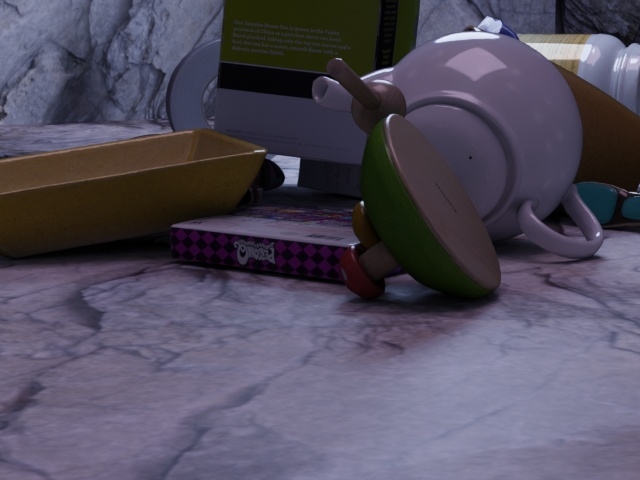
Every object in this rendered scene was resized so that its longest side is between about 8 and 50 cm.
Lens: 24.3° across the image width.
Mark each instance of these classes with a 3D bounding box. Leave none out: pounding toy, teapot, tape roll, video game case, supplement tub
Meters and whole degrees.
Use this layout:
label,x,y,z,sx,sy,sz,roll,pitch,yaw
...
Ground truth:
label,x,y,z,sx,sy,sz,roll,pitch,yaw
pounding toy,0.056,-0.032,1.344,0.110,0.237,0.183,-32,-11,18
teapot,0.157,-0.093,1.597,0.256,0.252,0.187,-9,18,25
tape roll,-0.147,-0.229,2.489,0.219,0.219,0.072,-2,9,-12
video game case,0.000,0.000,1.529,0.232,0.042,0.210,6,10,36
supplement tub,0.389,-0.228,2.459,0.316,0.228,0.228,4,9,26

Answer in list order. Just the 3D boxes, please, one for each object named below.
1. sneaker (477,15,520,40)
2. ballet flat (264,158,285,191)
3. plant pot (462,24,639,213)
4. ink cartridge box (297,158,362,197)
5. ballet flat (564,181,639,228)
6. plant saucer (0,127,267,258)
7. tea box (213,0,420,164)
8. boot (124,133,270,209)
label,x,y,z,sx,sy,sz,roll,pitch,yaw
sneaker,0.333,-0.189,2.192,0.182,0.127,0.315,24,-22,44
ballet flat,-0.125,-0.106,2.201,0.079,0.077,0.221,17,2,-35
plant pot,0.278,-0.127,1.895,0.254,0.237,0.237,14,7,-7
ink cartridge box,0.138,-0.098,2.157,0.239,0.060,0.275,12,13,29
ballet flat,0.365,-0.033,1.779,0.168,0.057,0.052,13,-13,43
plant saucer,-0.250,-0.053,1.666,0.332,0.081,0.333,-11,11,-15
tea box,0.008,-0.291,2.088,0.220,0.323,0.329,8,10,12
boot,-0.190,-0.082,1.940,0.263,0.091,0.229,1,10,8
